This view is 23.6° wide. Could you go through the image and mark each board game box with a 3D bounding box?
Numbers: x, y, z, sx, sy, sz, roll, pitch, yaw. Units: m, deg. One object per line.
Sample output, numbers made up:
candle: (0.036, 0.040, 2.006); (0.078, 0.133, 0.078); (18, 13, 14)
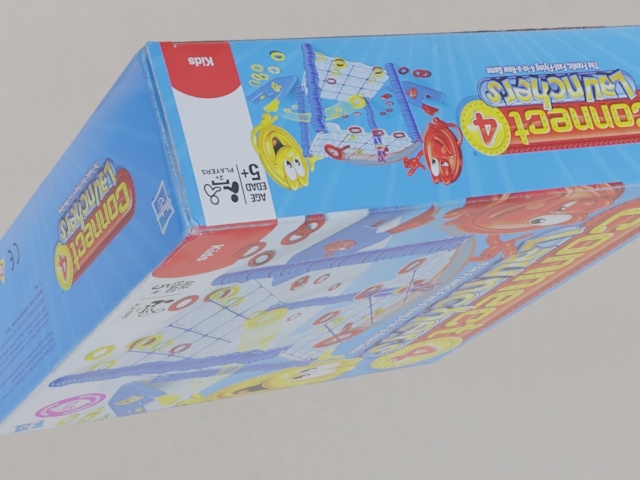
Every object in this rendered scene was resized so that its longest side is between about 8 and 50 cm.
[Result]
board game box: (0.000, 0.000, 0.799); (0.308, 0.302, 0.086); (-40, 61, 55)
